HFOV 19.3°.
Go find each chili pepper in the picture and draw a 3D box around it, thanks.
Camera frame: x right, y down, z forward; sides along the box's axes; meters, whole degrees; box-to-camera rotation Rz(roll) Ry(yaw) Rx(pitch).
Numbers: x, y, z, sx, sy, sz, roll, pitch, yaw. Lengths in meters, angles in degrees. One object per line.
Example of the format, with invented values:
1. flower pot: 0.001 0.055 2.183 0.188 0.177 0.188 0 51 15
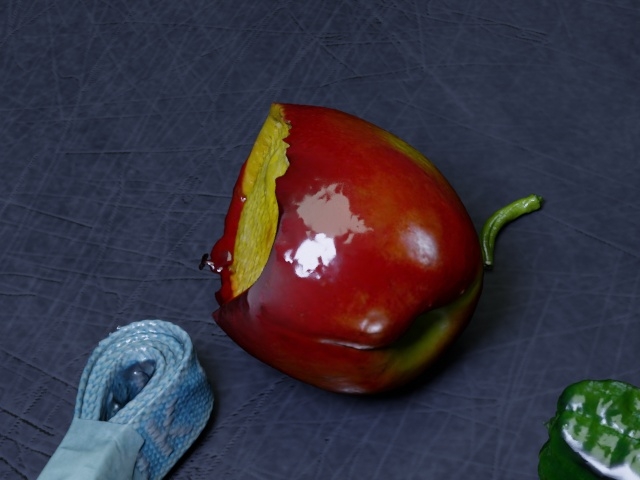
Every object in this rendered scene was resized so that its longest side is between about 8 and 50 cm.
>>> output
1. chili pepper: 0.142 -0.011 1.436 0.030 0.017 0.083 29 55 28
2. chili pepper: 0.259 0.169 1.206 0.253 0.083 0.099 28 56 23

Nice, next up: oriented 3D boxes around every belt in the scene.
1. belt: -0.154 0.179 1.247 0.087 0.072 0.302 8 47 18

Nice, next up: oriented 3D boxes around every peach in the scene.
1. peach: 0.000 0.000 1.324 0.196 0.190 0.226 -39 60 -17
